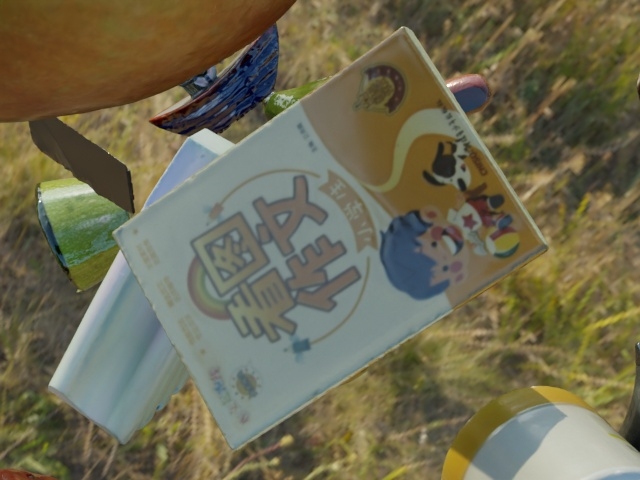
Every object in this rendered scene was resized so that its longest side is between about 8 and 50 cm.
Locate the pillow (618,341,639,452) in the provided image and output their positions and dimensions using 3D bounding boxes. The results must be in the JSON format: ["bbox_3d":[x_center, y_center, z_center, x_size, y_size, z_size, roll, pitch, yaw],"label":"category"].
[{"bbox_3d":[0.504,0.243,1.726,0.250,0.186,0.106,21,33,21],"label":"pillow"}]

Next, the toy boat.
[{"bbox_3d":[-0.173,-0.297,1.870,0.219,0.318,0.072,-14,19,3],"label":"toy boat"}]

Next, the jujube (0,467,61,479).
[{"bbox_3d":[-0.378,0.477,1.646,0.258,0.258,0.377,22,79,-15],"label":"jujube"}]

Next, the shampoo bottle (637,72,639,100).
[{"bbox_3d":[0.334,-0.168,1.126,0.129,0.084,0.323,35,55,-17],"label":"shampoo bottle"}]

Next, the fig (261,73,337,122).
[{"bbox_3d":[0.012,-0.173,2.118,0.244,0.195,0.195,13,53,1],"label":"fig"}]

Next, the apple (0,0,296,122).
[{"bbox_3d":[-0.111,-0.194,0.594,0.301,0.301,0.301,14,55,-21],"label":"apple"}]

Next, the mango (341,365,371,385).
[{"bbox_3d":[-0.014,0.129,1.625,0.184,0.085,0.102,8,76,22],"label":"mango"}]

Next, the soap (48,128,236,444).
[{"bbox_3d":[-0.158,0.042,1.493,0.115,0.347,0.208,33,22,4],"label":"soap"}]

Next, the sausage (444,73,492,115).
[{"bbox_3d":[0.207,-0.214,1.992,0.054,0.094,0.059,-90,162,-70],"label":"sausage"}]

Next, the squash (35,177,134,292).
[{"bbox_3d":[-0.327,-0.019,1.932,0.122,0.170,0.170,-17,67,-4],"label":"squash"}]

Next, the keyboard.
[{"bbox_3d":[-0.274,-0.100,1.533,0.015,0.074,0.196,-30,47,-34],"label":"keyboard"}]

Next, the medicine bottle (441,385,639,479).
[{"bbox_3d":[0.300,0.333,1.667,0.238,0.238,0.232,9,17,-24],"label":"medicine bottle"}]

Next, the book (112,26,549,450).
[{"bbox_3d":[0.000,0.000,1.048,0.208,0.295,0.020,59,13,13],"label":"book"}]
